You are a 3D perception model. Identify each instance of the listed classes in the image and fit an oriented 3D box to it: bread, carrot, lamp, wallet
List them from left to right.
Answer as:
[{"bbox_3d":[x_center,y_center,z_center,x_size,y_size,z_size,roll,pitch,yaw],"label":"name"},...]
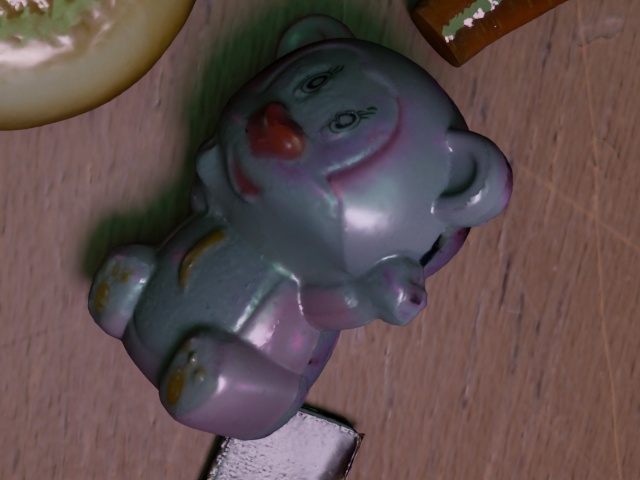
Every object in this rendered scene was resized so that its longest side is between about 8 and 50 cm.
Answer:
[{"bbox_3d":[-0.226,-0.242,0.835,0.333,0.160,0.333,-6,107,-21],"label":"bread"},{"bbox_3d":[-0.057,0.247,1.055,0.122,0.031,0.232,22,94,-13],"label":"wallet"},{"bbox_3d":[0.000,0.000,0.939,0.247,0.247,0.301,27,103,-48],"label":"lamp"},{"bbox_3d":[0.165,-0.217,0.980,0.193,0.087,0.087,-30,107,-4],"label":"carrot"}]
